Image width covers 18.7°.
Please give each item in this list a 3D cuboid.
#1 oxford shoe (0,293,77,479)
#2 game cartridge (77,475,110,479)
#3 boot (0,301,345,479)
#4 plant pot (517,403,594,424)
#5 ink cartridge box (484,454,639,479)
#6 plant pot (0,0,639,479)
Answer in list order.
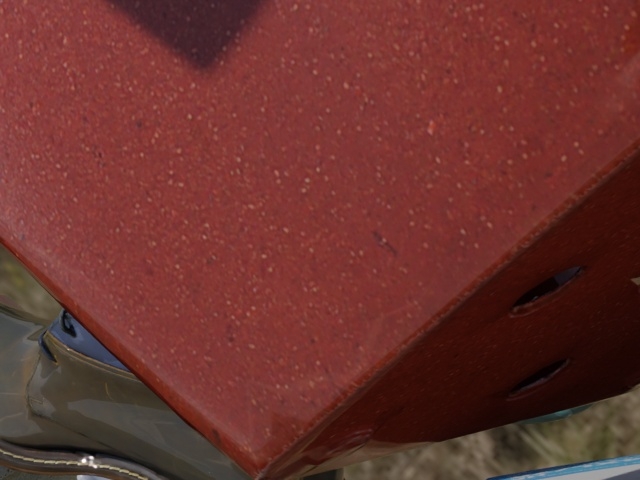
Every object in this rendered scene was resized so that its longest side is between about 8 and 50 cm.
[{"bbox_3d":[-0.247,0.228,1.106,0.146,0.140,0.397,34,95,12],"label":"oxford shoe"},{"bbox_3d":[0.000,0.000,0.895,0.294,0.060,0.196,-41,22,38],"label":"game cartridge"},{"bbox_3d":[-0.079,0.039,0.745,0.219,0.106,0.082,22,38,27],"label":"boot"},{"bbox_3d":[0.128,-0.002,1.305,0.293,0.293,0.196,-16,43,38],"label":"plant pot"},{"bbox_3d":[0.154,0.166,0.598,0.197,0.270,0.198,-7,85,5],"label":"ink cartridge box"},{"bbox_3d":[0.038,-0.087,0.528,0.267,0.267,0.235,-43,66,38],"label":"plant pot"}]
